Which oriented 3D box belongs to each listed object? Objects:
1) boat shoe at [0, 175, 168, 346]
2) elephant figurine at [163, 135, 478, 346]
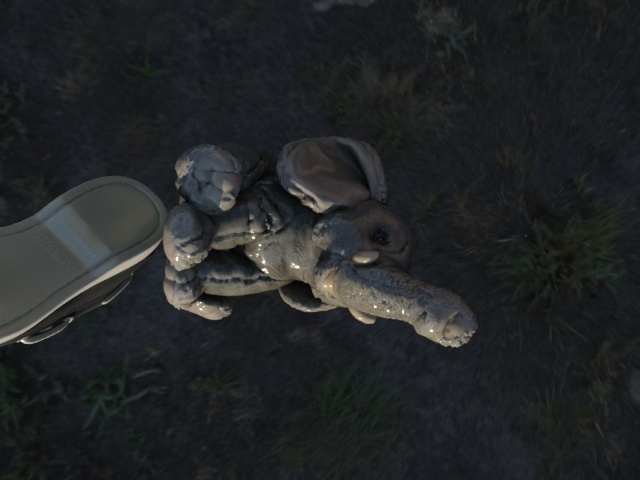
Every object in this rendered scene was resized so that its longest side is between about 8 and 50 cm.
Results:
[{"bbox_3d":[-0.251,0.040,0.807,0.114,0.302,0.091,52,134,16],"label":"boat shoe"},{"bbox_3d":[0.000,0.000,0.821,0.239,0.169,0.186,5,73,0],"label":"elephant figurine"}]
